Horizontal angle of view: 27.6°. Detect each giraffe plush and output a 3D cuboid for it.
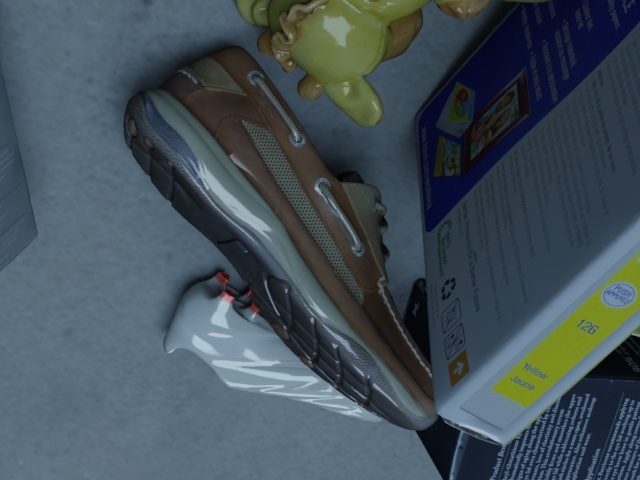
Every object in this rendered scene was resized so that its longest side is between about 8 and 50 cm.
[{"bbox_3d":[0.037,-0.173,0.872,0.210,0.181,0.170,2,137,-31],"label":"giraffe plush"}]

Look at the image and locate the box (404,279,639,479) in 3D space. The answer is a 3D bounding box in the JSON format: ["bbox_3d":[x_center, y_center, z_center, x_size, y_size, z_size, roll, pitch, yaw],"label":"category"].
[{"bbox_3d":[0.181,0.117,1.046,0.207,0.153,0.108,5,114,-17],"label":"box"}]

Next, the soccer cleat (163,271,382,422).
[{"bbox_3d":[-0.031,0.097,1.028,0.196,0.068,0.076,32,108,-19],"label":"soccer cleat"}]

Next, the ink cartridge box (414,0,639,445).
[{"bbox_3d":[0.174,-0.078,0.812,0.072,0.303,0.307,29,126,-21],"label":"ink cartridge box"}]

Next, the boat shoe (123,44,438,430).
[{"bbox_3d":[0.000,0.000,0.932,0.116,0.123,0.324,-43,108,-17],"label":"boat shoe"}]

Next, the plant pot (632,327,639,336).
[{"bbox_3d":[0.290,-0.082,0.938,0.275,0.275,0.293,10,97,-20],"label":"plant pot"}]

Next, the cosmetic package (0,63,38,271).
[{"bbox_3d":[-0.274,-0.088,0.821,0.127,0.107,0.237,3,121,20],"label":"cosmetic package"}]
